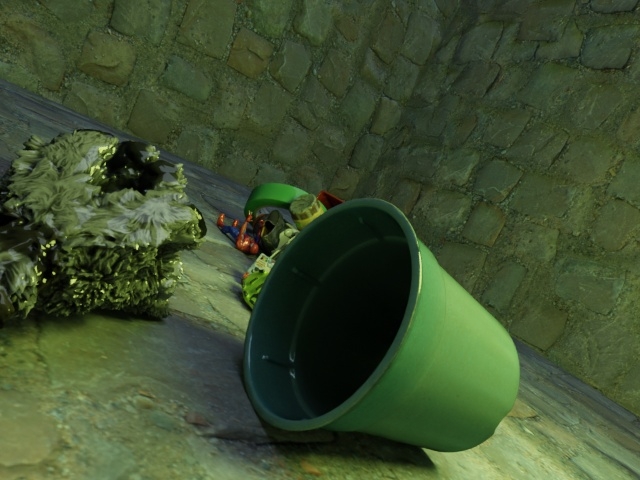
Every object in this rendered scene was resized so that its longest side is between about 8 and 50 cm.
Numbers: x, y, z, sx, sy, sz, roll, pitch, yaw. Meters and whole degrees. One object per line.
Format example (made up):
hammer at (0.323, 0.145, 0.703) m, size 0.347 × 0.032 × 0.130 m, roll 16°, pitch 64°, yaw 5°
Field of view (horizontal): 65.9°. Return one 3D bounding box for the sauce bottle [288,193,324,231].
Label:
sauce bottle at (0.000, 0.000, 1.746) m, size 0.111 × 0.111 × 0.344 m, roll 37°, pitch -22°, yaw 54°

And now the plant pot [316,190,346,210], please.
plant pot at (0.068, -0.026, 2.247) m, size 0.267 × 0.267 × 0.236 m, roll 30°, pitch -5°, yaw 14°

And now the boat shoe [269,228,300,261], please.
boat shoe at (-0.053, 0.021, 1.375) m, size 0.105 × 0.306 × 0.113 m, roll 27°, pitch -30°, yaw 32°

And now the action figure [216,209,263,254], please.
action figure at (-0.247, -0.048, 1.615) m, size 0.091 × 0.139 × 0.280 m, roll 22°, pitch 12°, yaw -34°

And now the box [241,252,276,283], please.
box at (-0.114, 0.101, 1.223) m, size 0.137 × 0.027 × 0.094 m, roll 29°, pitch 51°, yaw 10°

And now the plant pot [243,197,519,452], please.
plant pot at (0.114, 0.163, 0.775) m, size 0.334 × 0.341 × 0.341 m, roll 33°, pitch 3°, yaw -33°

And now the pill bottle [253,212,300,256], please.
pill bottle at (-0.157, -0.018, 1.731) m, size 0.130 × 0.130 × 0.246 m, roll 23°, pitch 9°, yaw -34°

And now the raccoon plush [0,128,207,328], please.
raccoon plush at (-0.346, 0.050, 0.623) m, size 0.216 × 0.299 × 0.446 m, roll 45°, pitch 44°, yaw 15°

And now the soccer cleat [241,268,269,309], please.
soccer cleat at (-0.072, 0.158, 1.070) m, size 0.289 × 0.093 × 0.121 m, roll 28°, pitch -25°, yaw 42°

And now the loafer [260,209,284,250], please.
loafer at (-0.156, -0.046, 1.587) m, size 0.170 × 0.062 × 0.061 m, roll -89°, pitch 159°, yaw -46°

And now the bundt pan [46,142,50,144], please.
bundt pan at (-0.516, -0.120, 1.131) m, size 0.331 × 0.124 × 0.331 m, roll 27°, pitch 7°, yaw -4°

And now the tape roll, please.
tape roll at (-0.128, -0.090, 1.880) m, size 0.321 × 0.077 × 0.321 m, roll 14°, pitch -30°, yaw 8°
